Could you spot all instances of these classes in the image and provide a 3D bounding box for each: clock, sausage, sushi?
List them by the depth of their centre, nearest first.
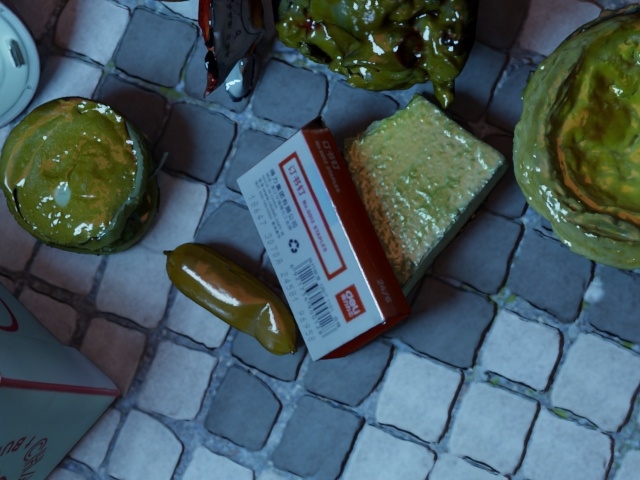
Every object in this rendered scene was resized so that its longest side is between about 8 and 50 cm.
[{"bbox_3d":[0.056,-0.247,1.501,0.213,0.200,0.204,-3,67,11],"label":"sushi"},{"bbox_3d":[-0.091,0.058,1.582,0.183,0.054,0.062,32,126,13],"label":"sausage"},{"bbox_3d":[-0.423,-0.194,1.602,0.244,0.244,0.056,-13,50,10],"label":"clock"}]

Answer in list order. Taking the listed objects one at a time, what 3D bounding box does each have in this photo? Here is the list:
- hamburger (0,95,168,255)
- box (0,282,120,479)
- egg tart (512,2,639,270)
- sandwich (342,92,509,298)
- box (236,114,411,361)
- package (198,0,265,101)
[{"bbox_3d":[-0.250,-0.065,1.609,0.185,0.113,0.177,-15,74,2],"label":"hamburger"},{"bbox_3d":[-0.450,0.165,1.510,0.300,0.312,0.314,42,93,14],"label":"box"},{"bbox_3d":[0.328,-0.102,1.499,0.279,0.095,0.279,-3,77,11],"label":"egg tart"},{"bbox_3d":[0.079,-0.054,1.561,0.162,0.058,0.193,38,94,16],"label":"sandwich"},{"bbox_3d":[0.000,0.000,1.543,0.123,0.050,0.229,-35,74,42],"label":"box"},{"bbox_3d":[-0.097,-0.281,1.566,0.071,0.194,0.269,-2,94,6],"label":"package"}]
